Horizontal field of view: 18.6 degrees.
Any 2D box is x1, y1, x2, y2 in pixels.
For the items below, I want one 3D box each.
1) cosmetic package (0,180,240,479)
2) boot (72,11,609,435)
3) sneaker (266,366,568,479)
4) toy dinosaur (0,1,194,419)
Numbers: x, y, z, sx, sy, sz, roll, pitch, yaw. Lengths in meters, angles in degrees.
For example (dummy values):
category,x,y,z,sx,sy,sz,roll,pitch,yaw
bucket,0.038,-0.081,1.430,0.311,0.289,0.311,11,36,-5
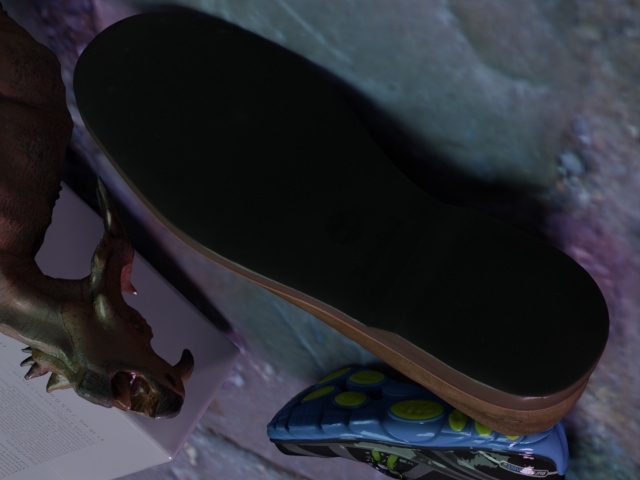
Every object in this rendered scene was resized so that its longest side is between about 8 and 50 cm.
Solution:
category,x,y,z,sx,sy,sz,roll,pitch,yaw
cosmetic package,-0.272,0.007,1.167,0.377,0.097,0.284,45,141,-17
boot,0.000,0.000,0.983,0.305,0.112,0.115,36,161,14
sneaker,0.049,0.115,1.066,0.188,0.067,0.078,3,121,34
toy dinosaur,-0.167,-0.043,0.999,0.200,0.295,0.127,10,156,-33
